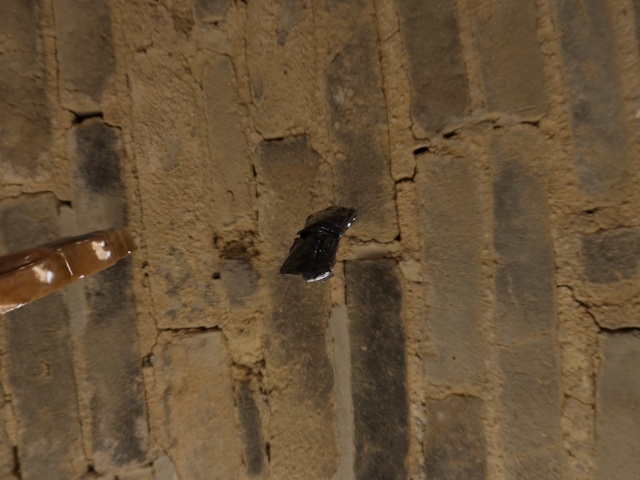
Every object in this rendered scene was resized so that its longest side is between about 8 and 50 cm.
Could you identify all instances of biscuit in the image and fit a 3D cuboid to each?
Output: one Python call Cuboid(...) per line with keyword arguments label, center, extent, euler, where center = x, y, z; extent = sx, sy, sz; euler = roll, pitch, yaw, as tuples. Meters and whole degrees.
Cuboid(label="biscuit", center=(-0.221, 0.038, 0.315), extent=(0.183, 0.280, 0.043), euler=(-22, -85, 22))

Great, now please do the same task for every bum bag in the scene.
Cuboid(label="bum bag", center=(-0.001, 0.000, 0.862), extent=(0.102, 0.248, 0.069), euler=(4, -62, 14))
